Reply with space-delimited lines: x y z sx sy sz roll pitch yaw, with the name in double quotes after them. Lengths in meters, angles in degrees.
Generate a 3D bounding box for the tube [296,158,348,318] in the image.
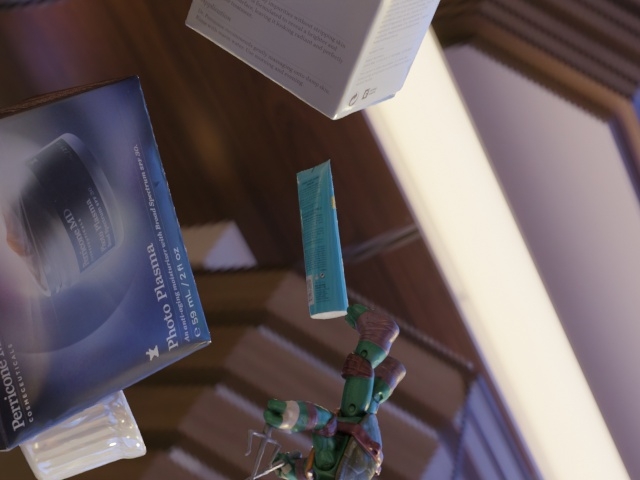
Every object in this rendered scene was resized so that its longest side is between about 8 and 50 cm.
0.000 0.000 2.094 0.052 0.207 0.080 3 166 -40 "tube"

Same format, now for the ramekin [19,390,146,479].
-0.327 0.160 1.897 0.135 0.277 0.277 -24 -153 -10 "ramekin"

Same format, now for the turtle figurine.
0.004 0.182 1.431 0.118 0.175 0.234 28 -122 7 "turtle figurine"

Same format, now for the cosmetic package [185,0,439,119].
0.035 -0.346 1.590 0.217 0.385 0.156 36 -149 17 "cosmetic package"

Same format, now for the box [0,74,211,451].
-0.294 0.020 1.533 0.183 0.296 0.294 -6 -166 41 "box"
